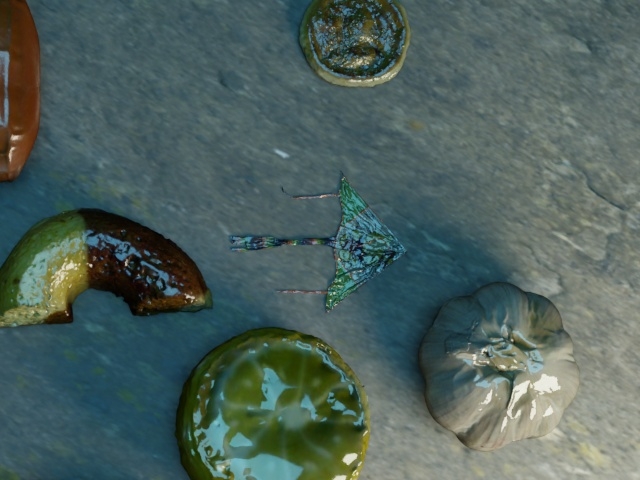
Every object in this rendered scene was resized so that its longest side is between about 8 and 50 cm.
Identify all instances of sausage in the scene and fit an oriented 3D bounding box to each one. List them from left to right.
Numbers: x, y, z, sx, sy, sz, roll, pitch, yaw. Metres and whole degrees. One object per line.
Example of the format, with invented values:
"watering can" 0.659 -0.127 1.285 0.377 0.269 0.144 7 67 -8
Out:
"sausage" -0.420 -0.204 1.842 0.133 0.133 0.258 1 83 -10

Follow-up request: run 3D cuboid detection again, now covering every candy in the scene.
"candy" -0.061 0.238 1.856 0.260 0.118 0.260 5 71 -15

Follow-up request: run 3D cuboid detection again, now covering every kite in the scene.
"kite" 0.000 0.000 1.954 0.244 0.006 0.198 4 83 -10

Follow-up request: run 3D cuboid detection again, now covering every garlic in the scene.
"garlic" 0.237 0.165 1.905 0.228 0.152 0.228 2 82 -16

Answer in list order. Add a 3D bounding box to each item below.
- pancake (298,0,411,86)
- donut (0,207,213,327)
"pancake" 0.049 -0.284 1.986 0.158 0.028 0.158 1 85 -8
"donut" -0.283 0.027 1.847 0.295 0.112 0.151 -3 86 -12
